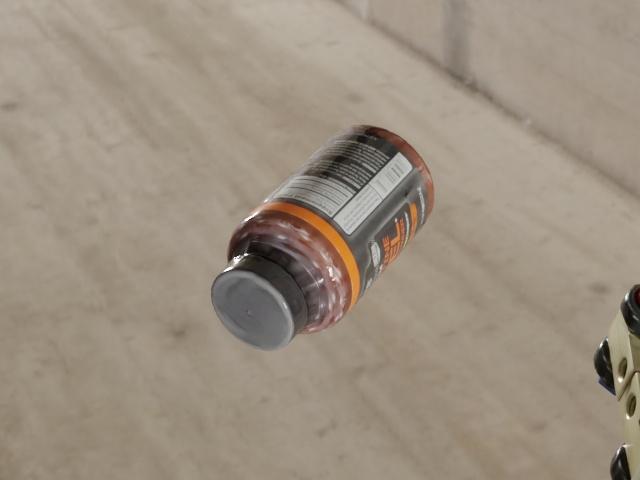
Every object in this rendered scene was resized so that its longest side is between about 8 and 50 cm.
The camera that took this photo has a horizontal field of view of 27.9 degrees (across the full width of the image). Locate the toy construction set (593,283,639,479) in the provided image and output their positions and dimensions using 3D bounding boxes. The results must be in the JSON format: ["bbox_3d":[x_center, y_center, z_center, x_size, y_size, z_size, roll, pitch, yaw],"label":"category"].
[{"bbox_3d":[0.303,0.134,0.888,0.328,0.215,0.151,-91,-167,-63],"label":"toy construction set"}]

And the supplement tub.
[{"bbox_3d":[0.000,0.000,0.973,0.106,0.198,0.106,20,-48,24],"label":"supplement tub"}]
